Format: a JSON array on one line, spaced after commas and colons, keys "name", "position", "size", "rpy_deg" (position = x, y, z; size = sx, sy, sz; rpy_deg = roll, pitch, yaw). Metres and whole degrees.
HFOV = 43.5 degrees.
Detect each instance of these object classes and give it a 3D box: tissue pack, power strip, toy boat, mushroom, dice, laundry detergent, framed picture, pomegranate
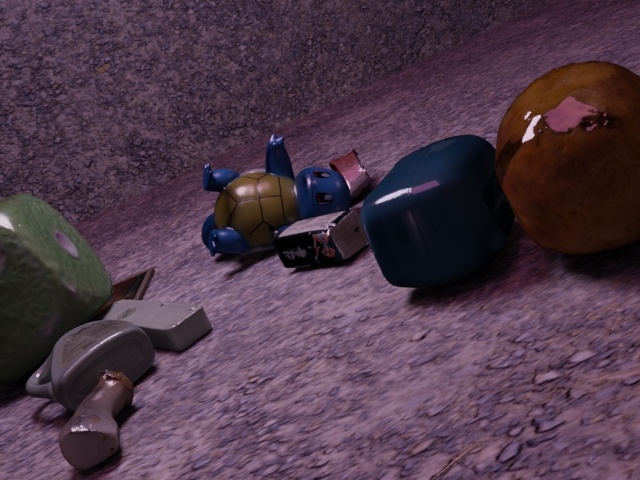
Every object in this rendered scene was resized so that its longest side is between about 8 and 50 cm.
[{"name": "tissue pack", "position": [0.000, 0.000, 1.642], "size": [0.170, 0.090, 0.103], "rpy_deg": [-11, 20, 43]}, {"name": "power strip", "position": [-0.364, 0.172, 1.671], "size": [0.091, 0.062, 0.385], "rpy_deg": [-36, 20, -34]}, {"name": "tissue pack", "position": [0.211, -0.057, 1.321], "size": [0.206, 0.198, 0.287], "rpy_deg": [-17, 15, 30]}, {"name": "toy boat", "position": [-0.004, -0.110, 2.041], "size": [0.282, 0.096, 0.206], "rpy_deg": [-32, 30, 8]}, {"name": "mushroom", "position": [-0.354, 0.283, 1.282], "size": [0.092, 0.081, 0.223], "rpy_deg": [-41, 12, 8]}, {"name": "dice", "position": [-0.680, 0.109, 1.769], "size": [0.330, 0.318, 0.322], "rpy_deg": [-39, 9, 3]}, {"name": "laundry detergent", "position": [-0.457, 0.232, 1.535], "size": [0.215, 0.105, 0.281], "rpy_deg": [-37, 21, -33]}, {"name": "framed picture", "position": [-0.528, 0.146, 2.072], "size": [0.184, 0.016, 0.250], "rpy_deg": [-22, 16, 5]}, {"name": "pomegranate", "position": [0.383, -0.110, 1.142], "size": [0.281, 0.281, 0.281], "rpy_deg": [-22, 16, 7]}]

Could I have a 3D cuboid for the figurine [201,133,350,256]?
[{"name": "figurine", "position": [-0.142, -0.061, 1.873], "size": [0.416, 0.243, 0.297], "rpy_deg": [-20, 60, 26]}]
